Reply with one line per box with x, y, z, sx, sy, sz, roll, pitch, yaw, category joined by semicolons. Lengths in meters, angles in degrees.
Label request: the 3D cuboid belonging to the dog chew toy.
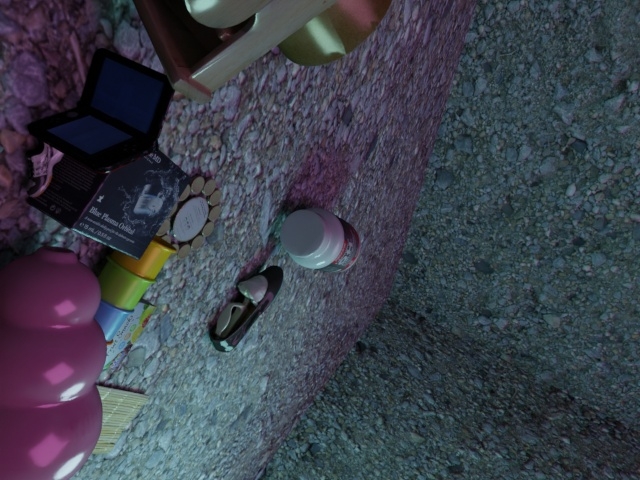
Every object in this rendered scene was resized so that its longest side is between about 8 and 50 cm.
-0.390;0.172;0.646;0.207;0.207;0.331;5;100;-69;dog chew toy

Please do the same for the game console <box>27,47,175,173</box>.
-0.268;-0.162;0.578;0.124;0.144;0.085;-42;151;-43;game console

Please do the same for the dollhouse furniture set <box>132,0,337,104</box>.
-0.149;-0.323;0.409;0.257;0.362;0.394;-31;166;15;dollhouse furniture set

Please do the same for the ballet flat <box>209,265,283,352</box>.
-0.197;0.173;1.274;0.280;0.095;0.096;-57;148;-15;ballet flat

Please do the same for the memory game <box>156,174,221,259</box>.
-0.261;-0.044;0.944;0.186;0.012;0.186;-50;156;-32;memory game

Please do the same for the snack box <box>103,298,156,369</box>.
-0.382;0.170;0.885;0.141;0.037;0.100;-60;159;-7;snack box

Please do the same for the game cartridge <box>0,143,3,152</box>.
-0.384;-0.034;0.307;0.230;0.068;0.355;-51;-171;-6;game cartridge

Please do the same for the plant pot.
-0.044;-0.437;0.708;0.254;0.237;0.237;26;91;-55;plant pot

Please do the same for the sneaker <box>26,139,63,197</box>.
-0.363;-0.097;0.608;0.037;0.032;0.083;26;86;-57;sneaker

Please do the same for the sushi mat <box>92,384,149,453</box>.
-0.468;0.361;0.951;0.151;0.019;0.316;-58;160;-15;sushi mat

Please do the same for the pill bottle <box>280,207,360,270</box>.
0.000;0.000;1.402;0.176;0.176;0.318;-63;160;2;pill bottle

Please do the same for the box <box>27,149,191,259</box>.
-0.298;-0.075;0.696;0.158;0.093;0.156;-60;160;-9;box

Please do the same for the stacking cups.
-0.362;0.129;0.800;0.316;0.096;0.096;-61;160;-2;stacking cups
